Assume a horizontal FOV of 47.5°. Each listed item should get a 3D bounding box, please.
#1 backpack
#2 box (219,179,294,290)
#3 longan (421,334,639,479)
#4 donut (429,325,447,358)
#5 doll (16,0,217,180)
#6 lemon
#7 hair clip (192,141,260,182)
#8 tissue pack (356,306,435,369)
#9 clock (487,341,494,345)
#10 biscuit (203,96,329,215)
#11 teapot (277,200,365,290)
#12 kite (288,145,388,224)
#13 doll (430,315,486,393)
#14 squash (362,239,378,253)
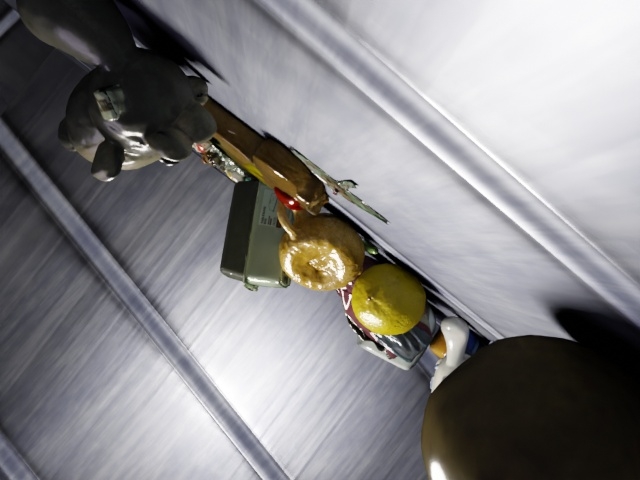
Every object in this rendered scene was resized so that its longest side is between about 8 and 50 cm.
[{"bbox_3d":[0.155,0.171,2.000,0.317,0.197,0.283,41,-171,-5],"label":"backpack"},{"bbox_3d":[-0.149,-0.012,1.889,0.166,0.291,0.220,8,173,7],"label":"box"},{"bbox_3d":[0.323,0.310,1.012,0.404,0.336,0.404,49,175,5],"label":"longan"},{"bbox_3d":[0.459,0.365,2.347,0.226,0.114,0.226,37,179,1],"label":"donut"},{"bbox_3d":[-0.352,-0.288,1.244,0.382,0.252,0.379,11,125,56],"label":"doll"},{"bbox_3d":[0.169,0.145,1.788,0.178,0.178,0.203,35,-172,34],"label":"lemon"},{"bbox_3d":[-0.253,-0.218,1.889,0.138,0.091,0.321,38,177,37],"label":"hair clip"},{"bbox_3d":[0.248,0.270,2.333,0.229,0.236,0.333,28,176,6],"label":"tissue pack"},{"bbox_3d":[0.520,0.360,1.943,0.193,0.073,0.144,40,176,-42],"label":"clock"},{"bbox_3d":[-0.159,-0.185,1.513,0.394,0.076,0.368,37,178,6],"label":"biscuit"},{"bbox_3d":[0.000,0.000,1.754,0.311,0.203,0.167,44,-144,-30],"label":"teapot"},{"bbox_3d":[0.032,-0.096,1.282,0.229,0.012,0.250,36,176,-6],"label":"kite"},{"bbox_3d":[0.403,0.396,2.091,0.187,0.376,0.365,29,-167,27],"label":"doll"},{"bbox_3d":[0.115,0.015,1.833,0.089,0.027,0.027,29,172,43],"label":"squash"}]
